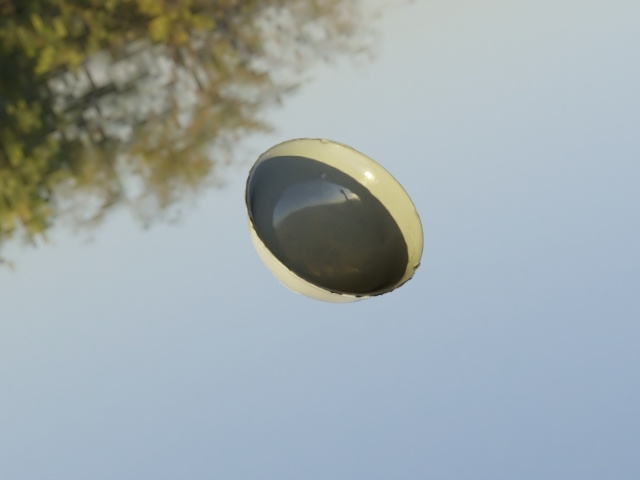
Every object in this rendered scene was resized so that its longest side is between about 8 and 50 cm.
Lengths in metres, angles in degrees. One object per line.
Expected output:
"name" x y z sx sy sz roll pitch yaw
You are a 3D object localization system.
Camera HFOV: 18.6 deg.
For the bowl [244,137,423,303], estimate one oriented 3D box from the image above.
"bowl" 0.000 0.000 1.895 0.189 0.189 0.086 -31 162 -41
